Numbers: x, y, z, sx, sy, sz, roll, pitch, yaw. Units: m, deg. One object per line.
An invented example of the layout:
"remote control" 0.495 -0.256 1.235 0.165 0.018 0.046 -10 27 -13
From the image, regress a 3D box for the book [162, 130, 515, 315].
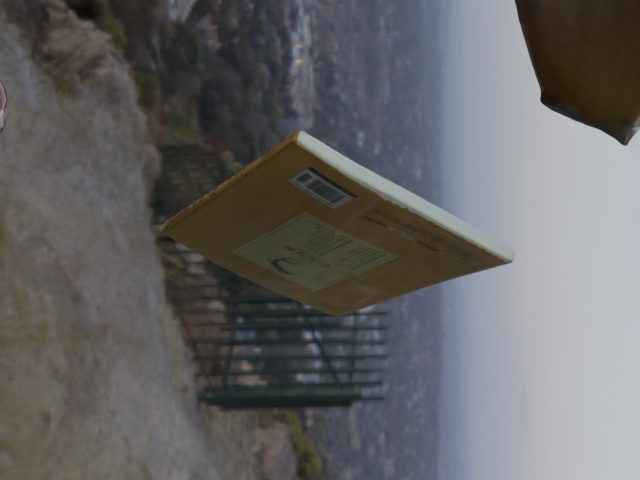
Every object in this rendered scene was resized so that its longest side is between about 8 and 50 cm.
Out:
"book" 0.000 0.000 1.102 0.389 0.269 0.032 -23 -136 59

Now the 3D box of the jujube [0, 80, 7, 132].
"jujube" -0.410 -0.147 0.993 0.109 0.176 0.112 130 -32 -70

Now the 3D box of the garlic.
"garlic" 0.177 -0.206 0.576 0.112 0.143 0.318 -34 128 -42
